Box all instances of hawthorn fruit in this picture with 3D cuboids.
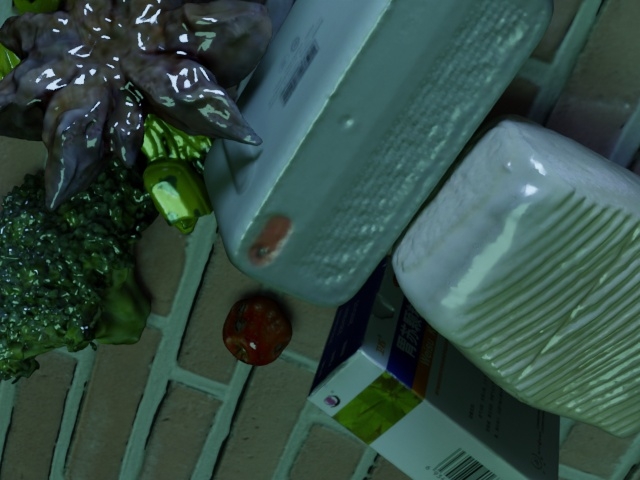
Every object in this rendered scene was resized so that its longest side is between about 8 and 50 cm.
[{"bbox_3d":[-0.083,0.117,1.366,0.093,0.093,0.093,7,123,10],"label":"hawthorn fruit"}]

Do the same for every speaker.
[{"bbox_3d":[0.044,-0.139,1.055,0.183,0.184,0.406,23,115,-24],"label":"speaker"}]

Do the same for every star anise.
[{"bbox_3d":[-0.194,-0.160,1.048,0.315,0.315,0.108,8,151,10],"label":"star anise"}]

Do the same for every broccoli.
[{"bbox_3d":[-0.310,0.041,1.343,0.288,0.248,0.245,-13,154,11],"label":"broccoli"}]

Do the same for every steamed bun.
[{"bbox_3d":[0.251,0.022,1.132,0.383,0.236,0.247,30,113,-30],"label":"steamed bun"}]

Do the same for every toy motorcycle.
[{"bbox_3d":[-0.234,-0.151,1.205,0.206,0.142,0.342,-35,107,30],"label":"toy motorcycle"}]

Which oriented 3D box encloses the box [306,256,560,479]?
[{"bbox_3d":[0.146,0.186,1.283,0.299,0.200,0.106,39,122,-11],"label":"box"}]
